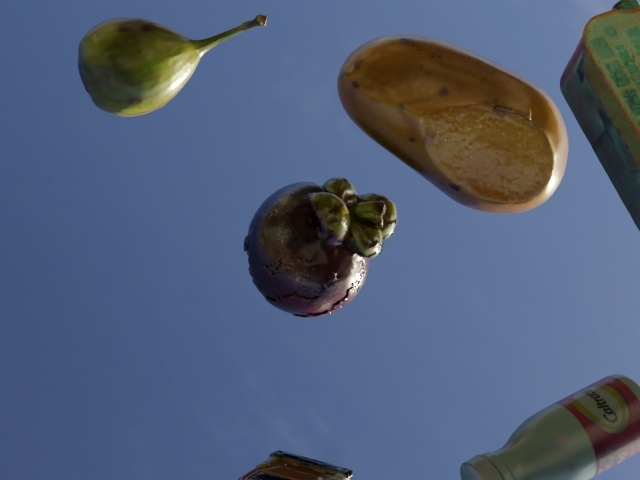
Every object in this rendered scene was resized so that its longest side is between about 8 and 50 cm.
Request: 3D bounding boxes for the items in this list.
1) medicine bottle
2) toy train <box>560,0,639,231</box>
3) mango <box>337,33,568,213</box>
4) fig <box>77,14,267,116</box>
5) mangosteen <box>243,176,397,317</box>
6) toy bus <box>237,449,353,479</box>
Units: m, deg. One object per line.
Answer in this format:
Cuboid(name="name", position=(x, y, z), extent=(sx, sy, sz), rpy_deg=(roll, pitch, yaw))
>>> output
Cuboid(name="medicine bottle", position=(0.260, 0.228, 1.601), extent=(0.216, 0.090, 0.090), rpy_deg=(-24, -113, -20))
Cuboid(name="toy train", position=(0.244, -0.087, 1.044), extent=(0.099, 0.072, 0.188), rpy_deg=(-21, -111, -14))
Cuboid(name="mango", position=(0.138, -0.137, 1.593), extent=(0.290, 0.160, 0.191), rpy_deg=(24, -161, -29))
Cuboid(name="fig", position=(-0.131, -0.151, 1.285), extent=(0.166, 0.093, 0.093), rpy_deg=(2, -132, -2))
Cuboid(name="mangosteen", position=(0.000, 0.000, 1.709), extent=(0.166, 0.180, 0.166), rpy_deg=(44, -157, -24))
Cuboid(name="toy bus", position=(-0.033, 0.330, 1.489), extent=(0.098, 0.201, 0.114), rpy_deg=(11, -165, 25))
